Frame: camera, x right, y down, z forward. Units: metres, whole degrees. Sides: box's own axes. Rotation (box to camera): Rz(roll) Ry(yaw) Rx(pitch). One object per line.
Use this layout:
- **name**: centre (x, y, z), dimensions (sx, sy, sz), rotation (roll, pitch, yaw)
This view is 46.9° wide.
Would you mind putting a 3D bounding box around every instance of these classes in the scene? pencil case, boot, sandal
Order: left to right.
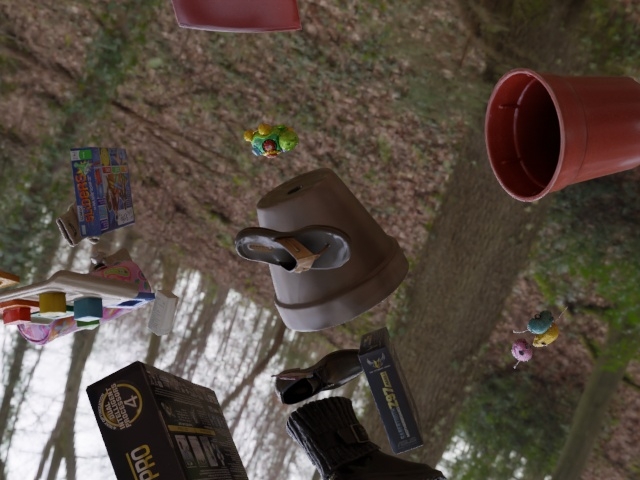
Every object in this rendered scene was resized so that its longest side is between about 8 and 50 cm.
- **pencil case**: centre (-0.485, 0.121, 1.525), dimensions (0.124, 0.124, 0.284), rotation (23, -157, 25)
- **sandal**: centre (-0.052, 0.018, 1.290), dimensions (0.219, 0.090, 0.060), rotation (5, -146, 13)
- **boot**: centre (0.009, 0.295, 1.559), dimensions (0.219, 0.082, 0.106), rotation (-20, -172, 1)
- **boot**: centre (0.109, 0.478, 1.648), dimensions (0.348, 0.131, 0.260), rotation (20, -160, -41)

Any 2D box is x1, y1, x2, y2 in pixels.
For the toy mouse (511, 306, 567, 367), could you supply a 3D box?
- **toy mouse**: centre (0.421, 0.191, 1.453), dimensions (0.143, 0.161, 0.031), rotation (18, -159, -50)

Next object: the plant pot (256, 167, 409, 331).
- **plant pot**: centre (0.000, 0.000, 1.670), dimensions (0.323, 0.280, 0.323), rotation (-24, -163, 8)

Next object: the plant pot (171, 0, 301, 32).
- **plant pot**: centre (-0.192, -0.557, 1.447), dimensions (0.235, 0.267, 0.267), rotation (-14, -143, -3)

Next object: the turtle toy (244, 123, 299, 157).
- **turtle toy**: centre (-0.101, -0.218, 1.619), dimensions (0.095, 0.066, 0.130), rotation (-3, 172, -45)

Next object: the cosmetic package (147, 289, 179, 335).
- **cosmetic package**: centre (-0.436, 0.200, 2.046), dimensions (0.060, 0.115, 0.041), rotation (29, -165, 40)

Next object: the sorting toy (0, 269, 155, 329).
- **sorting toy**: centre (-0.404, 0.102, 1.116), dimensions (0.196, 0.047, 0.347), rotation (-18, 162, 23)

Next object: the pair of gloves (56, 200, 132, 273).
- **pair of gloves**: centre (-0.523, 0.021, 1.717), dimensions (0.042, 0.240, 0.204), rotation (-21, -160, 12)

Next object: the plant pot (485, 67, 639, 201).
- **plant pot**: centre (0.532, -0.234, 1.547), dimensions (0.265, 0.272, 0.272), rotation (-9, -159, -18)

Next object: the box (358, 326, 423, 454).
- **box**: centre (0.128, 0.267, 1.357), dimensions (0.059, 0.183, 0.232), rotation (-20, 180, 5)

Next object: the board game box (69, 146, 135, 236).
- **board game box**: centre (-0.353, -0.083, 1.211), dimensions (0.035, 0.136, 0.201), rotation (-5, -174, 1)

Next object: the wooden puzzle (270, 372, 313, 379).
- **wooden puzzle**: centre (-0.049, 0.252, 1.371), dimensions (0.083, 0.006, 0.049), rotation (-7, 175, 41)

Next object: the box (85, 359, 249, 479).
- **box**: centre (-0.188, 0.363, 1.110), dimensions (0.318, 0.097, 0.395), rotation (62, 178, 17)
